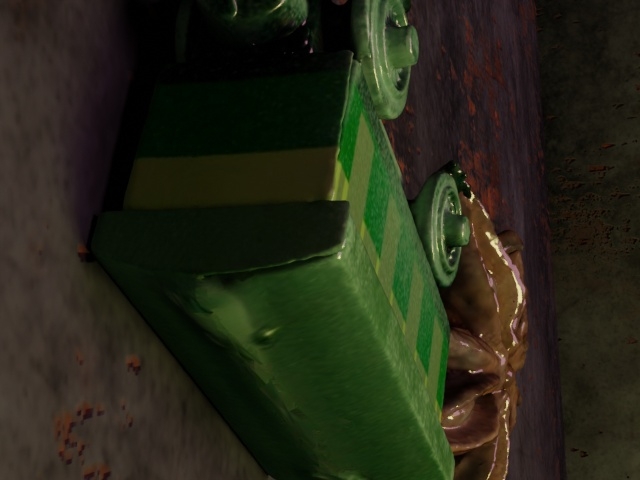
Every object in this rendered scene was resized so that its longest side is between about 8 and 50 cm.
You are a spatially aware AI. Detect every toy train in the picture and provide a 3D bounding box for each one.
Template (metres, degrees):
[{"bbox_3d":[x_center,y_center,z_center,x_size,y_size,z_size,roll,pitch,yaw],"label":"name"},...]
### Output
[{"bbox_3d":[0.000,0.000,0.620,0.301,0.120,0.202,64,30,-54],"label":"toy train"}]

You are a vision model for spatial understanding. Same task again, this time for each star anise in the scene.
[{"bbox_3d":[0.126,0.108,1.074,0.292,0.109,0.350,69,32,-65],"label":"star anise"}]
